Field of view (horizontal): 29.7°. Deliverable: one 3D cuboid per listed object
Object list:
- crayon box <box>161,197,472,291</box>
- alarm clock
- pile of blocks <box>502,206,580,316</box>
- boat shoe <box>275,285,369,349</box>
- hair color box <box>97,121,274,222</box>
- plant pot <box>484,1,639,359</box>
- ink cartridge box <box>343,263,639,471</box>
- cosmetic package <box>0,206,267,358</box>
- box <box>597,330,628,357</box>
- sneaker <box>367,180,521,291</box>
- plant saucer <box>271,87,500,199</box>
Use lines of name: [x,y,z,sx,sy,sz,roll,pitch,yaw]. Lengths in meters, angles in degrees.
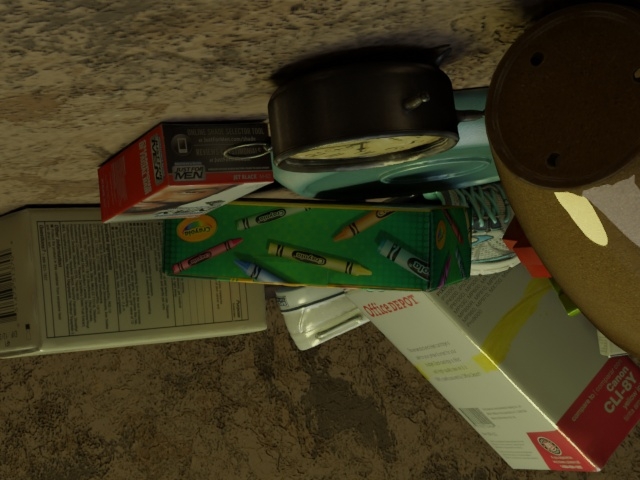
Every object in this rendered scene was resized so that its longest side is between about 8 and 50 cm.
crayon box: [0.000,0.000,1.222,0.278,0.081,0.165,2,-177,20]
alarm clock: [0.012,-0.083,0.844,0.192,0.064,0.129,-14,172,29]
pile of blocks: [0.240,0.003,1.164,0.112,0.149,0.362,-31,-177,14]
boat shoe: [0.119,0.096,1.954,0.367,0.157,0.136,-19,-171,-15]
hair color box: [-0.116,-0.054,1.003,0.093,0.053,0.167,-4,172,-28]
plant pot: [0.220,-0.050,0.797,0.237,0.237,0.254,-11,159,32]
ink cartridge box: [0.247,0.140,1.719,0.160,0.385,0.279,-46,-175,-17]
cosmetic package: [-0.216,0.043,1.337,0.296,0.153,0.129,0,172,-41]
box: [0.465,-0.003,1.371,0.321,0.232,0.058,-8,179,4]
sneaker: [0.161,-0.019,1.438,0.283,0.110,0.122,-17,153,-14]
plant saucer: [0.102,-0.080,1.096,0.317,0.044,0.317,-7,175,-1]
